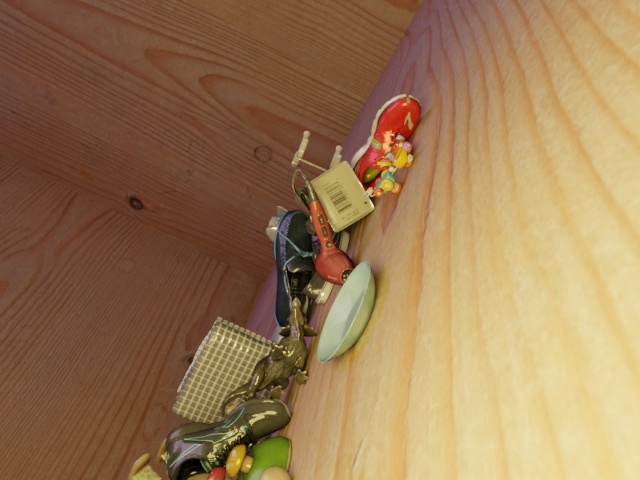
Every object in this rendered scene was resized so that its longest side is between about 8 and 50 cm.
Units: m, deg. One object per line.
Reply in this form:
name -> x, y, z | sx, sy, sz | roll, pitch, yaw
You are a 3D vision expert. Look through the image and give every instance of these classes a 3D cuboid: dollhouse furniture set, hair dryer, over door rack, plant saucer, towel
dollhouse furniture set -> -0.248, 0.494, 1.009 | 0.242, 0.212, 0.161 | -27, -29, -54
hair dryer -> 0.000, 0.000, 1.042 | 0.080, 0.293, 0.223 | -29, -37, -6
over door rack -> 0.035, -0.251, 1.490 | 0.324, 0.240, 0.108 | -136, 71, -82
plant saucer -> 0.054, 0.129, 0.812 | 0.195, 0.037, 0.195 | -61, 8, 14
towel -> -0.240, 0.381, 1.249 | 0.283, 0.235, 0.121 | -64, 13, 0

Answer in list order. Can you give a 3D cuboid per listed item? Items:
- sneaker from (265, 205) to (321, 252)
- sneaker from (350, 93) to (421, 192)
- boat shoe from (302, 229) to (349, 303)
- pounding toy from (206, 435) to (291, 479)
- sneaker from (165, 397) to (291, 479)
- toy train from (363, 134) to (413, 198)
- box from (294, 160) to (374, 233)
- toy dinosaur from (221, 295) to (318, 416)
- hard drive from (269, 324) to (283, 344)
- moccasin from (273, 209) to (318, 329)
sneaker -> -0.074, -0.054, 1.687 | 0.366, 0.210, 0.137 | -52, 14, 58
sneaker -> 0.167, -0.221, 1.131 | 0.279, 0.107, 0.118 | 119, 155, -44
boat shoe -> 0.011, 0.057, 1.219 | 0.228, 0.076, 0.080 | -68, 8, -28
pounding toy -> -0.136, 0.428, 0.812 | 0.183, 0.110, 0.237 | -65, 7, -7
sneaker -> -0.181, 0.406, 0.928 | 0.267, 0.101, 0.106 | -22, 29, 2
toy train -> 0.161, -0.156, 1.016 | 0.166, 0.046, 0.125 | -61, 11, -6
box -> 0.027, -0.103, 1.270 | 0.121, 0.148, 0.311 | -32, 2, -8
toy dinosaur -> -0.097, 0.285, 1.040 | 0.313, 0.121, 0.160 | -57, 0, 7
hard drive -> -0.172, 0.398, 1.459 | 0.307, 0.040, 0.203 | -62, 7, 7
moccasin -> -0.051, 0.082, 1.294 | 0.117, 0.138, 0.341 | -8, 83, 58
